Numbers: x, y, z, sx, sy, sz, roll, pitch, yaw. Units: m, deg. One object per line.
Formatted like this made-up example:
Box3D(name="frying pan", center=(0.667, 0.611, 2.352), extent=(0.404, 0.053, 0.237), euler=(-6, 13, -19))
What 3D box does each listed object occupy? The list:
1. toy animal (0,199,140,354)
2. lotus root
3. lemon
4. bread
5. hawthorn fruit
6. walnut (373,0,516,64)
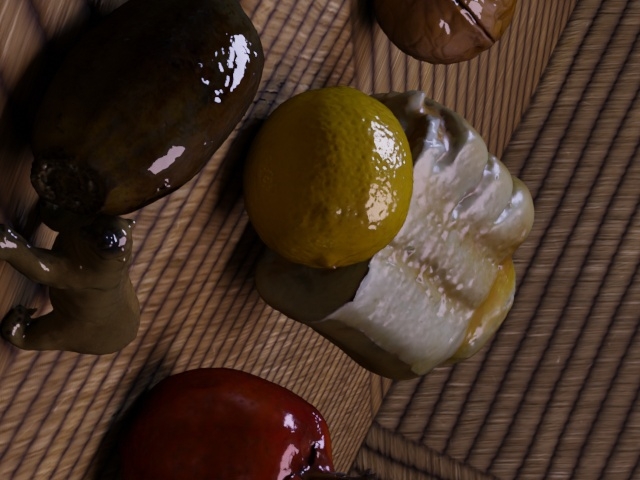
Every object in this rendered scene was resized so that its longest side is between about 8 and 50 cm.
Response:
Box3D(name="toy animal", center=(-0.179, 0.025, 1.288), extent=(0.103, 0.101, 0.218), euler=(-58, 165, -30))
Box3D(name="lotus root", center=(-0.121, -0.105, 1.236), extent=(0.241, 0.124, 0.123), euler=(-55, 173, -52))
Box3D(name="lemon", center=(0.008, -0.068, 1.758), extent=(0.178, 0.178, 0.203), euler=(83, 8, -68))
Box3D(name="bread", center=(0.090, -0.001, 1.994), extent=(0.341, 0.210, 0.300), euler=(32, 86, -50))
Box3D(name="hawthorn fruit", center=(-0.069, 0.234, 1.733), extent=(0.211, 0.299, 0.211), euler=(2, 88, -61))
Box3D(name="walnut", center=(0.145, -0.286, 1.991), extent=(0.167, 0.167, 0.207), euler=(-68, 166, 5))
